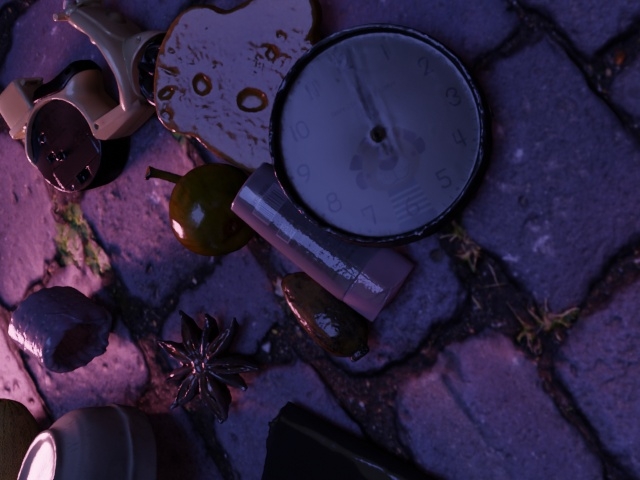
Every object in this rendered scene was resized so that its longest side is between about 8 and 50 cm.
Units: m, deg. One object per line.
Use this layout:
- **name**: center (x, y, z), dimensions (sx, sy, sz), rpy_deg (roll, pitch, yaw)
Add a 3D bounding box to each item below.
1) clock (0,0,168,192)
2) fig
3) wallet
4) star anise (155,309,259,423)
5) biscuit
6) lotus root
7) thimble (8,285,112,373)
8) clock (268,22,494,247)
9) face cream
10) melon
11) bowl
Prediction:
- **clock**: center (-0.379, -0.255, 1.720), dimensions (0.379, 0.120, 0.276), rpy_deg (-41, 80, 30)
- **fig**: center (-0.178, -0.051, 1.615), dimensions (0.186, 0.147, 0.142), rpy_deg (-147, 44, -66)
- **wallet**: center (0.064, 0.402, 1.556), dimensions (0.377, 0.051, 0.197), rpy_deg (23, 107, 30)
- **star anise**: center (-0.178, 0.202, 1.680), dimensions (0.182, 0.065, 0.195), rpy_deg (-15, 84, 28)
- **biscuit**: center (-0.081, -0.243, 1.528), dimensions (0.343, 0.057, 0.287), rpy_deg (23, 110, 12)
- **lotus root**: center (0.009, 0.108, 1.534), dimensions (0.080, 0.089, 0.179), rpy_deg (-40, 68, -9)
- **thimble**: center (-0.448, 0.155, 1.791), dimensions (0.118, 0.151, 0.127), rpy_deg (32, 121, 30)
- **clock**: center (0.080, -0.144, 1.408), dimensions (0.312, 0.061, 0.313), rpy_deg (0, 90, 13)
- **face cream**: center (0.000, 0.000, 1.492), dimensions (0.269, 0.073, 0.107), rpy_deg (36, 100, 6)
- **melon**: center (-0.591, 0.390, 1.919), dimensions (0.139, 0.139, 0.192), rpy_deg (6, 95, 32)
- **bowl**: center (-0.401, 0.414, 1.713), dimensions (0.307, 0.163, 0.307), rpy_deg (-35, 45, 44)
